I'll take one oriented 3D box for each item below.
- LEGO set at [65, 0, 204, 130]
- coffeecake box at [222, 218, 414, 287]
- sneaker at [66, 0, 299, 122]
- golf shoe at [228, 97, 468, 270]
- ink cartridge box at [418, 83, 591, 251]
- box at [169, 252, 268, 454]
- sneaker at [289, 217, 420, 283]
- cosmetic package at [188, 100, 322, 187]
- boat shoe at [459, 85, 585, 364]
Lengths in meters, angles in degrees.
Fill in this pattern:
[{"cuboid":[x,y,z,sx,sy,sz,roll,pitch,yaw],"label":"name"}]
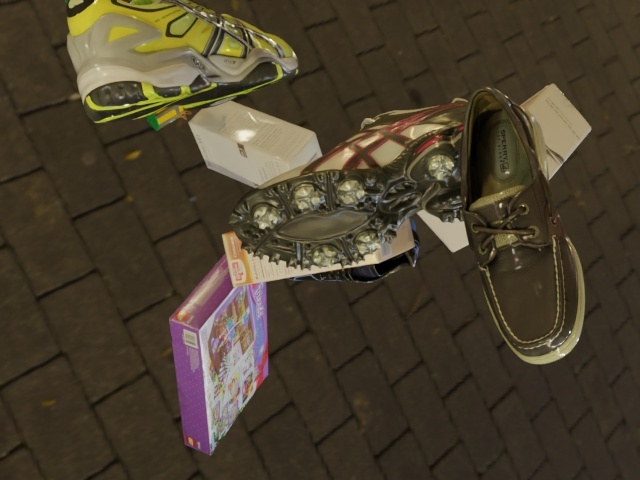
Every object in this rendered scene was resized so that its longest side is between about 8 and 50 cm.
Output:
[{"cuboid":[-0.288,-0.365,1.683,0.192,0.331,0.255,-33,132,-18],"label":"LEGO set"},{"cuboid":[0.000,0.000,1.162,0.142,0.185,0.068,-19,99,-67],"label":"coffeecake box"},{"cuboid":[-0.153,-0.243,1.200,0.384,0.145,0.147,-21,92,-61],"label":"sneaker"},{"cuboid":[0.046,-0.056,0.922,0.120,0.272,0.105,-108,-178,-54],"label":"golf shoe"},{"cuboid":[0.322,-0.127,1.718,0.115,0.198,0.273,48,61,-4],"label":"ink cartridge box"},{"cuboid":[-0.156,0.174,1.560,0.201,0.057,0.293,-52,153,-44],"label":"box"},{"cuboid":[0.042,0.028,1.528,0.090,0.232,0.081,-90,158,-51],"label":"sneaker"},{"cuboid":[-0.105,-0.152,1.657,0.085,0.231,0.117,-50,144,-26],"label":"cosmetic package"},{"cuboid":[0.141,-0.018,0.739,0.073,0.080,0.224,32,46,-47],"label":"boat shoe"}]
